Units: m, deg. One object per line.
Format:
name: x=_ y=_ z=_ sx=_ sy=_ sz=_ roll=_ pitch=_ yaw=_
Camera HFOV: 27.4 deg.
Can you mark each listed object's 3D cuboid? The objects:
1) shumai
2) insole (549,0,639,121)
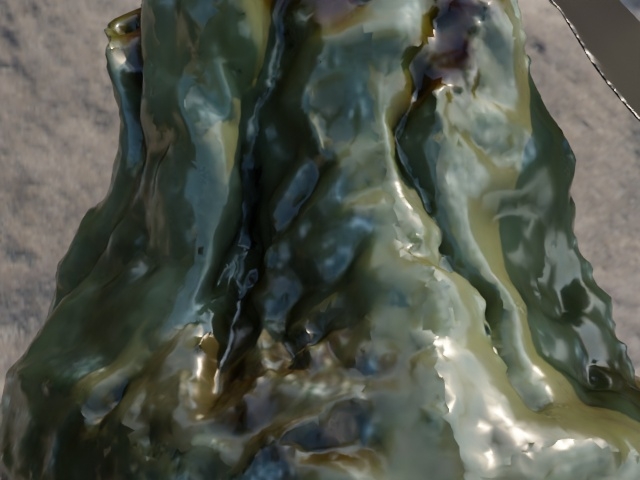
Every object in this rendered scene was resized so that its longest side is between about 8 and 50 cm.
shumai: x=0.000 y=0.000 z=0.710 sx=0.324 sy=0.397 sz=0.323 roll=-6 pitch=97 yaw=-46
insole: x=0.152 y=-0.121 z=0.716 sx=0.109 sy=0.007 sz=0.322 roll=5 pitch=43 yaw=-44
